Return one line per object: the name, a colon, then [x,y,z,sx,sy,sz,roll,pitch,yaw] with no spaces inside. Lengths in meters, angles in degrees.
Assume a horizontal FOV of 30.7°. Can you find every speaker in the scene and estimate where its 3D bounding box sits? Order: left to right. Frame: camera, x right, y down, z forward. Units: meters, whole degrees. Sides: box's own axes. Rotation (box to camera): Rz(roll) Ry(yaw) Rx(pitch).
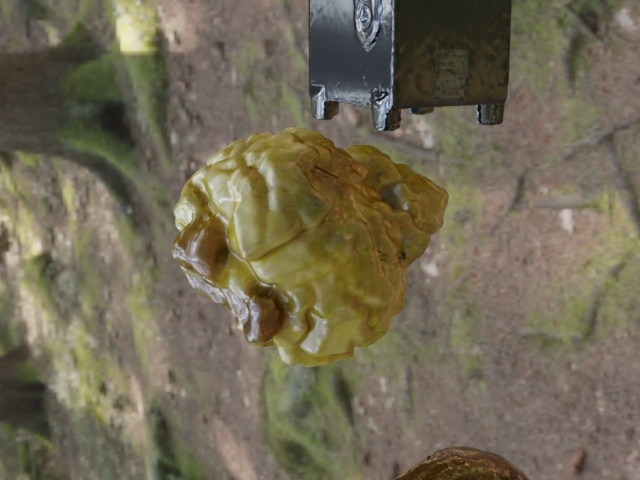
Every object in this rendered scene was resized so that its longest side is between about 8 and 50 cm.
speaker: [0.102,-0.272,1.448,0.232,0.184,0.254,-158,66,-62]

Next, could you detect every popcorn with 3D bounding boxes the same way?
popcorn: [0.000,0.000,1.292,0.225,0.332,0.265,-34,74,59]

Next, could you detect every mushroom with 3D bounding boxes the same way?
mushroom: [0.143,0.337,1.404,0.138,0.231,0.194,61,152,27]
